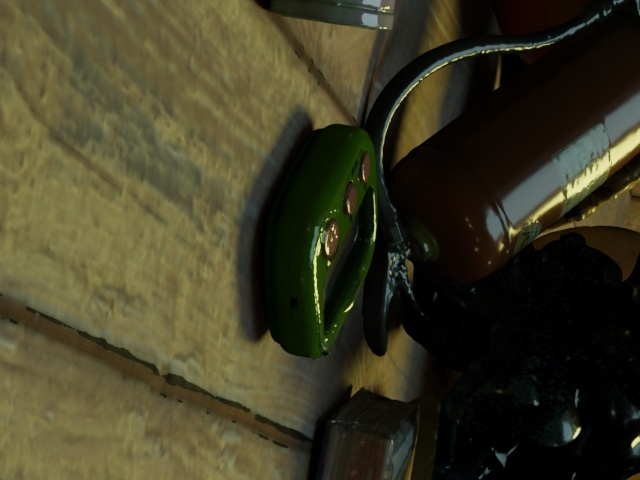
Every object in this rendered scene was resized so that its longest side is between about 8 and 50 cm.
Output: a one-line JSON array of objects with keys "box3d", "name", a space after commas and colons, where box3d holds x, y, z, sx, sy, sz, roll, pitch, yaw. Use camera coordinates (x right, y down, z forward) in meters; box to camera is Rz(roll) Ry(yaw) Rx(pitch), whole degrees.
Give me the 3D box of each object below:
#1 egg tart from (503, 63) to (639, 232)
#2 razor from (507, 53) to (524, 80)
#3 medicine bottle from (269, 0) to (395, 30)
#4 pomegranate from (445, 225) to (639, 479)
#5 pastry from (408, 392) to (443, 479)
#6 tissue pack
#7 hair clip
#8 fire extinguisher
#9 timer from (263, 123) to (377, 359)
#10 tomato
[{"box3d": [0.227, -0.105, 1.758, 0.106, 0.241, 0.241, 51, 42, -26], "name": "egg tart"}, {"box3d": [0.219, -0.181, 1.906, 0.090, 0.054, 0.148, -62, 160, -49], "name": "razor"}, {"box3d": [0.022, -0.232, 1.075, 0.074, 0.074, 0.218, -18, 118, -74], "name": "medicine bottle"}, {"box3d": [0.260, 0.120, 1.891, 0.319, 0.319, 0.319, 12, 90, -76], "name": "pomegranate"}, {"box3d": [0.081, 0.234, 1.623, 0.182, 0.093, 0.192, -66, 170, -50], "name": "pastry"}, {"box3d": [0.032, 0.205, 1.477, 0.115, 0.065, 0.155, -29, 129, -72], "name": "tissue pack"}, {"box3d": [0.182, 0.095, 1.536, 0.310, 0.206, 0.194, -99, -168, -53], "name": "hair clip"}, {"box3d": [0.143, -0.090, 1.475, 0.376, 0.113, 0.200, -38, 109, -25], "name": "fire extinguisher"}, {"box3d": [0.000, 0.000, 1.229, 0.140, 0.047, 0.128, -64, 158, -44], "name": "timer"}, {"box3d": [0.204, -0.254, 1.677, 0.199, 0.112, 0.228, 115, -7, -57], "name": "tomato"}]
